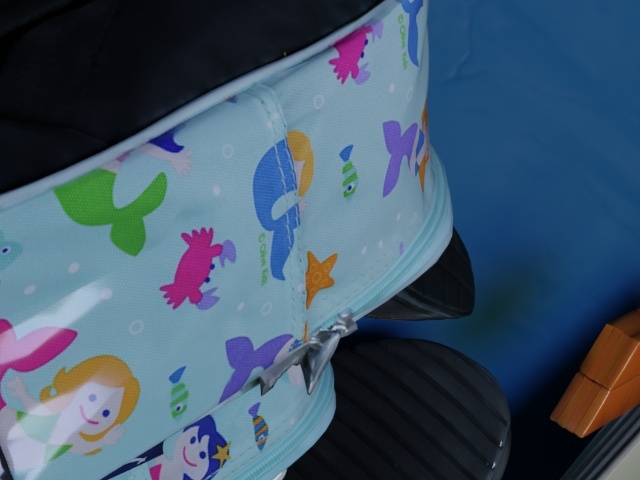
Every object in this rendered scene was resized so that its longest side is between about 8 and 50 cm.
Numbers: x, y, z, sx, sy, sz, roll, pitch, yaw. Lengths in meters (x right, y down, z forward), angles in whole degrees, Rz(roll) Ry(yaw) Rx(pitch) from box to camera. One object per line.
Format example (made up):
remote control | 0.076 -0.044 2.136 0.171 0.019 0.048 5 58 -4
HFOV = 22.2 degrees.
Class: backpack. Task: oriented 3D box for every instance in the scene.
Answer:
backpack | -0.084 -0.020 0.492 0.253 0.225 0.191 -40 133 -34

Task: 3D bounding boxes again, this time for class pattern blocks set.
pattern blocks set | 0.143 0.120 0.766 0.325 0.026 0.285 -38 144 -29

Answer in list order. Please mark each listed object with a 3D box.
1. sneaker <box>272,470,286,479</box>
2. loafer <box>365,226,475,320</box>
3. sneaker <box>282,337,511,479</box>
sneaker | -0.103 0.083 0.595 0.212 0.094 0.080 -6 103 -46
loafer | 0.000 0.000 0.672 0.061 0.062 0.170 -25 146 34
sneaker | -0.033 0.185 0.725 0.330 0.122 0.146 -46 146 -1
